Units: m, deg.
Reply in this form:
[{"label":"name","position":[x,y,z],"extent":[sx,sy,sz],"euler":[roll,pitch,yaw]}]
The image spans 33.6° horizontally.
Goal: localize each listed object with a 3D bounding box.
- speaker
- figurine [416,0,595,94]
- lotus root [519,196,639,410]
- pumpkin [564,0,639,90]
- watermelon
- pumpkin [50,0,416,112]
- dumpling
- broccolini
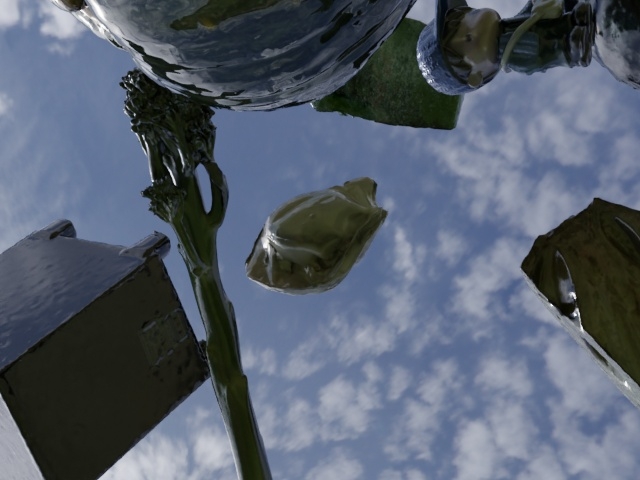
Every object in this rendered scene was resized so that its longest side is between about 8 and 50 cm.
[{"label":"speaker","position":[-0.284,0.121,1.137],"extent":[0.254,0.232,0.184],"euler":[-41,-55,-38]},{"label":"figurine","position":[0.142,-0.151,0.819],"extent":[0.136,0.079,0.077],"euler":[8,-120,18]},{"label":"lotus root","position":[0.417,0.101,1.354],"extent":[0.210,0.142,0.314],"euler":[-34,-115,13]},{"label":"pumpkin","position":[0.389,-0.302,1.085],"extent":[0.315,0.238,0.315],"euler":[-8,-123,13]},{"label":"watermelon","position":[0.105,-0.230,1.340],"extent":[0.193,0.257,0.140],"euler":[16,-70,11]},{"label":"pumpkin","position":[-0.071,-0.241,0.602],"extent":[0.257,0.291,0.327],"euler":[-42,-113,-10]},{"label":"dumpling","position":[0.000,0.000,1.302],"extent":[0.199,0.136,0.118],"euler":[-40,-52,1]},{"label":"broccolini","position":[-0.093,0.050,0.851],"extent":[0.074,0.079,0.392],"euler":[-19,-81,-40]}]
